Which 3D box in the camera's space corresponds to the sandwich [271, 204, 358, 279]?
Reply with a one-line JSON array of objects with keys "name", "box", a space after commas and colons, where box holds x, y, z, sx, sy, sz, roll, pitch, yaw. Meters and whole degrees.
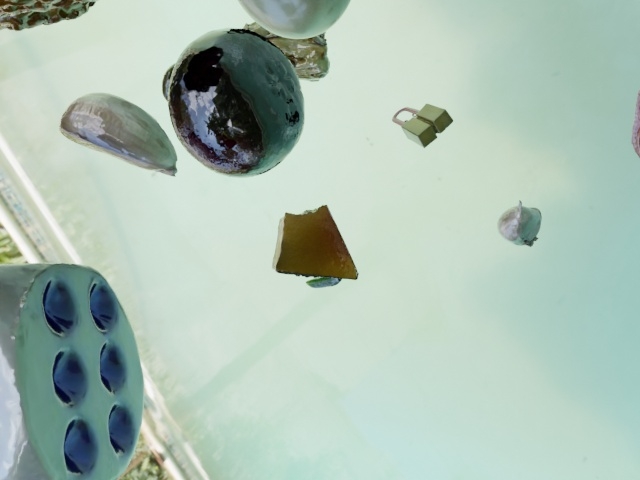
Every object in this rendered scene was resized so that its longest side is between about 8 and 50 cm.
[{"name": "sandwich", "box": [0.000, 0.000, 1.158, 0.058, 0.193, 0.162, -151, 70, -69]}]

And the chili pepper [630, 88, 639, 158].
[{"name": "chili pepper", "box": [0.716, -0.236, 0.874, 0.251, 0.305, 0.229, 55, -168, -49]}]

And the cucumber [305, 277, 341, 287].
[{"name": "cucumber", "box": [0.019, 0.128, 1.663, 0.168, 0.039, 0.039, -15, 110, 44]}]

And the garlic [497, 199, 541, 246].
[{"name": "garlic", "box": [0.379, -0.034, 1.026, 0.066, 0.152, 0.084, 22, 100, 40]}]

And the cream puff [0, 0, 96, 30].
[{"name": "cream puff", "box": [-0.200, -0.272, 0.361, 0.303, 0.303, 0.212, 13, 163, 48]}]

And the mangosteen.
[{"name": "mangosteen", "box": [-0.094, -0.138, 0.546, 0.152, 0.152, 0.152, 35, 147, 28]}]

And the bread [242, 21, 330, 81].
[{"name": "bread", "box": [-0.110, -0.524, 1.447, 0.324, 0.278, 0.167, -83, -5, -74]}]

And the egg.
[{"name": "egg", "box": [-0.048, -0.409, 0.726, 0.189, 0.188, 0.253, 16, 139, 47]}]

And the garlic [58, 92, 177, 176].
[{"name": "garlic", "box": [-0.309, -0.168, 0.815, 0.196, 0.086, 0.101, 21, 161, -11]}]

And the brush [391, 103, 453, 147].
[{"name": "brush", "box": [0.257, -0.331, 1.442, 0.047, 0.103, 0.233, 47, -177, -31]}]

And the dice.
[{"name": "dice", "box": [-0.367, 0.167, 0.591, 0.243, 0.251, 0.259, 30, -129, -83]}]
